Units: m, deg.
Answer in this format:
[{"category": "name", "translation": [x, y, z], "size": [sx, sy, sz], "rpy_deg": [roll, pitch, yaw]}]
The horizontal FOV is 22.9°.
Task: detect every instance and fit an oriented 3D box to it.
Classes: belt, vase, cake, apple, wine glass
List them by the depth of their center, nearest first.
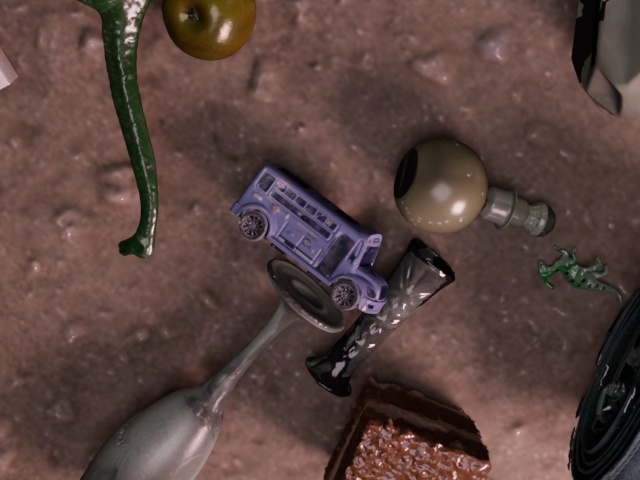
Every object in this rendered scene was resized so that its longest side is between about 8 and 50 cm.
[{"category": "vase", "translation": [0.297, -0.292, 1.379], "size": [0.165, 0.165, 0.360], "rpy_deg": [-3, 104, 3]}, {"category": "apple", "translation": [-0.104, -0.210, 1.458], "size": [0.090, 0.074, 0.089], "rpy_deg": [6, 105, 23]}, {"category": "belt", "translation": [0.321, 0.153, 1.487], "size": [0.116, 0.206, 0.267], "rpy_deg": [20, 119, -5]}, {"category": "cake", "translation": [0.082, 0.217, 1.547], "size": [0.135, 0.147, 0.134], "rpy_deg": [22, 109, -5]}, {"category": "vase", "translation": [0.058, 0.077, 1.550], "size": [0.059, 0.059, 0.167], "rpy_deg": [39, 105, -9]}, {"category": "wine glass", "translation": [-0.169, 0.099, 1.583], "size": [0.264, 0.096, 0.309], "rpy_deg": [47, 107, 14]}]

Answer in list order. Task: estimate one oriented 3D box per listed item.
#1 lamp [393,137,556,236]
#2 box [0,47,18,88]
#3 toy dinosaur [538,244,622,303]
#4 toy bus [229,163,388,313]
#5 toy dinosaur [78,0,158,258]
[{"category": "lamp", "translation": [0.151, -0.038, 1.504], "size": [0.163, 0.091, 0.091], "rpy_deg": [19, 108, -21]}, {"category": "box", "translation": [-0.379, -0.160, 1.500], "size": [0.152, 0.048, 0.100], "rpy_deg": [-28, 103, 8]}, {"category": "toy dinosaur", "translation": [0.252, 0.040, 1.550], "size": [0.062, 0.021, 0.083], "rpy_deg": [-27, 101, 18]}, {"category": "toy bus", "translation": [0.000, 0.000, 1.497], "size": [0.167, 0.073, 0.076], "rpy_deg": [37, 99, 12]}, {"category": "toy dinosaur", "translation": [-0.140, -0.226, 1.388], "size": [0.301, 0.087, 0.447], "rpy_deg": [49, 120, 13]}]
